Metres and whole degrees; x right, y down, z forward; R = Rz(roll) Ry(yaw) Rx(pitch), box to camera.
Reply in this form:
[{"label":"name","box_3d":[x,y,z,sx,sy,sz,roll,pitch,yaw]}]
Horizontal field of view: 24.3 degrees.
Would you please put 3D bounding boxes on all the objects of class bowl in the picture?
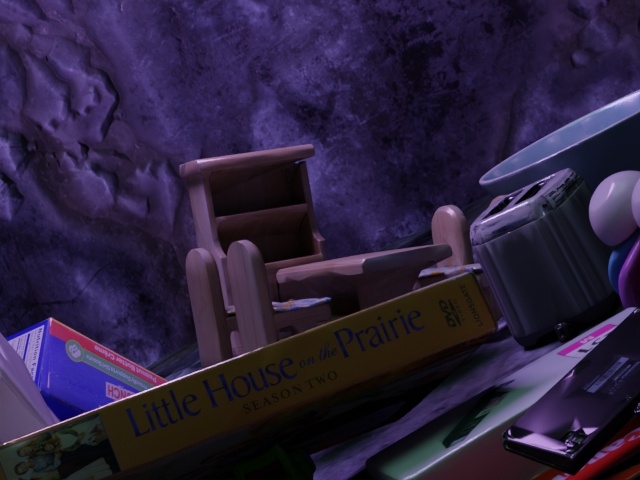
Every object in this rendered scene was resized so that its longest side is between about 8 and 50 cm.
[{"label":"bowl","box_3d":[0.370,-0.075,1.842,0.311,0.163,0.311,-27,5,2]}]

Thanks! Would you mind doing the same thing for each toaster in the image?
[{"label":"toaster","box_3d":[0.248,0.017,1.620,0.129,0.146,0.227,-26,5,28]}]

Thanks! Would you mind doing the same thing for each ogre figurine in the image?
[{"label":"ogre figurine","box_3d":[-0.055,0.237,1.250,0.118,0.097,0.197,-38,-9,10]}]

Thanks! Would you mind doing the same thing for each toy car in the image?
[{"label":"toy car","box_3d":[0.327,0.017,1.349,0.136,0.159,0.182,-66,15,-11]}]

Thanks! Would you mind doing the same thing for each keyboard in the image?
[{"label":"keyboard","box_3d":[0.226,0.108,1.085,0.180,0.023,0.108,-39,25,-27]}]

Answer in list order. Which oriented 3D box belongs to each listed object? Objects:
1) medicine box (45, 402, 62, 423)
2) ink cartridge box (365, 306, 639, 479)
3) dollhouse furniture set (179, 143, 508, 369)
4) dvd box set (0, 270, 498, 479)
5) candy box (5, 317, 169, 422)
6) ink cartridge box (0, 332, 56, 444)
[{"label":"medicine box","box_3d":[-0.410,0.305,1.555,0.263,0.149,0.289,-27,31,11]},{"label":"ink cartridge box","box_3d":[0.187,0.140,1.138,0.275,0.060,0.239,-28,3,-11]},{"label":"dollhouse furniture set","box_3d":[0.000,0.000,1.806,0.362,0.256,0.394,-10,0,-27]},{"label":"dvd box set","box_3d":[-0.083,0.165,1.274,0.420,0.062,0.307,-19,-16,-21]},{"label":"candy box","box_3d":[-0.375,0.249,1.963,0.317,0.268,0.122,-23,49,30]},{"label":"ink cartridge box","box_3d":[-0.415,0.212,1.417,0.307,0.129,0.223,-38,32,-6]}]
